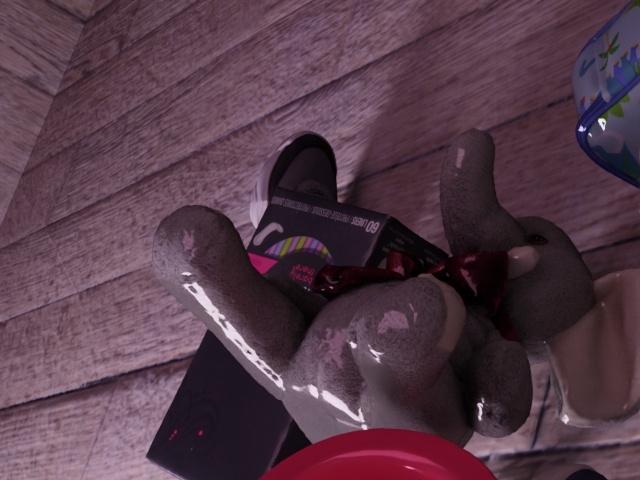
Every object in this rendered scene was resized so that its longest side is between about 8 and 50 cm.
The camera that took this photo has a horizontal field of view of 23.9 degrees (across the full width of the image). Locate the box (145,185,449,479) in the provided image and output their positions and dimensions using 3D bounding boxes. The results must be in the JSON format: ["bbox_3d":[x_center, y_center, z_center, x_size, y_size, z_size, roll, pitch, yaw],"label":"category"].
[{"bbox_3d":[-0.003,0.112,1.305,0.165,0.143,0.270,15,77,51],"label":"box"}]

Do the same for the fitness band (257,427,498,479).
[{"bbox_3d":[0.001,0.236,0.882,0.209,0.054,0.291,9,52,39],"label":"fitness band"}]

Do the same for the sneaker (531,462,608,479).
[{"bbox_3d":[0.163,0.289,0.890,0.148,0.131,0.350,-8,48,34],"label":"sneaker"}]

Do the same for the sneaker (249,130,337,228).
[{"bbox_3d":[0.000,0.000,1.508,0.153,0.101,0.269,-23,50,52],"label":"sneaker"}]

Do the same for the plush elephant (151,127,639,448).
[{"bbox_3d":[0.098,0.049,1.104,0.272,0.330,0.255,13,54,48],"label":"plush elephant"}]

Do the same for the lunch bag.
[{"bbox_3d":[0.288,-0.113,0.987,0.219,0.176,0.090,-45,27,36],"label":"lunch bag"}]
